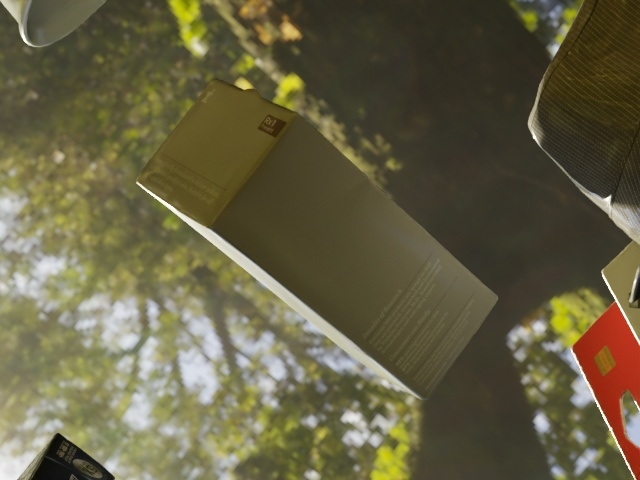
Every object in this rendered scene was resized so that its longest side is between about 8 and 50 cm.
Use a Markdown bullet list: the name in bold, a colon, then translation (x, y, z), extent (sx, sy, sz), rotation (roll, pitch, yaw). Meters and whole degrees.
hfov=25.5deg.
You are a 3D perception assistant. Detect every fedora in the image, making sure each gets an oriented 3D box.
- **fedora**: translation (0.224, -0.104, 0.921), extent (0.275, 0.124, 0.244), rotation (-46, 157, -32)

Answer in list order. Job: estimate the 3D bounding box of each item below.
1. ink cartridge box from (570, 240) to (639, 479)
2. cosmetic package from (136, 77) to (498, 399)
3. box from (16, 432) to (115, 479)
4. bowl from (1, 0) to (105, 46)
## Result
- **ink cartridge box**: translation (0.389, 0.144, 1.542), extent (0.261, 0.066, 0.296), rotation (-51, -138, 31)
- **cosmetic package**: translation (0.000, 0.000, 0.997), extent (0.107, 0.238, 0.127), rotation (-55, -147, -4)
- **box**: translation (-0.292, 0.295, 1.359), extent (0.180, 0.077, 0.147), rotation (-49, -173, 11)
- **bowl**: translation (-0.285, -0.374, 1.589), extent (0.298, 0.134, 0.298), rotation (-52, 178, -3)
